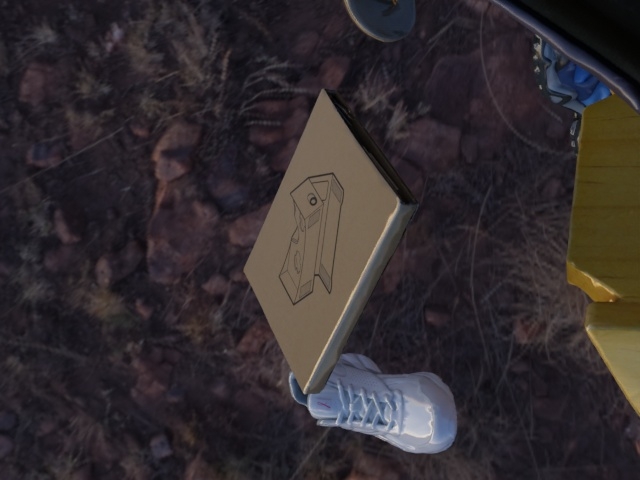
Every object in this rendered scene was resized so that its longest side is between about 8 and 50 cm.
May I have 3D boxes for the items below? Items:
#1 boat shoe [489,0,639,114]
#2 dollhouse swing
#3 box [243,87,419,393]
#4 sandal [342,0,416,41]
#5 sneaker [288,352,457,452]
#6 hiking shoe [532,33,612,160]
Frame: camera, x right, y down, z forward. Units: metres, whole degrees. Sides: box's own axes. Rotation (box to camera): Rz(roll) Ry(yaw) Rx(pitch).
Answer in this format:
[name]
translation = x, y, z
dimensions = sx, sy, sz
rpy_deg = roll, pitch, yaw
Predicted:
[boat shoe]
translation = 0.123, -0.052, 0.263
dimensions = 0.092, 0.103, 0.285
rpy_deg = -40, 70, -12
[dollhouse swing]
translation = 0.393, 0.063, 0.869
dimensions = 0.315, 0.347, 0.305
rpy_deg = 2, 133, 18
[box]
translation = 0.000, 0.000, 0.811
dimensions = 0.021, 0.164, 0.201
rpy_deg = 4, 127, -31
[sandal]
translation = 0.053, -0.255, 0.860
dimensions = 0.072, 0.049, 0.180
rpy_deg = -26, 129, -18
[sneaker]
translation = 0.047, 0.181, 1.046
dimensions = 0.232, 0.115, 0.090
rpy_deg = 4, 93, 54
[hiking shoe]
translation = 0.310, -0.172, 1.002
dimensions = 0.132, 0.304, 0.113
rpy_deg = -1, 67, 30
